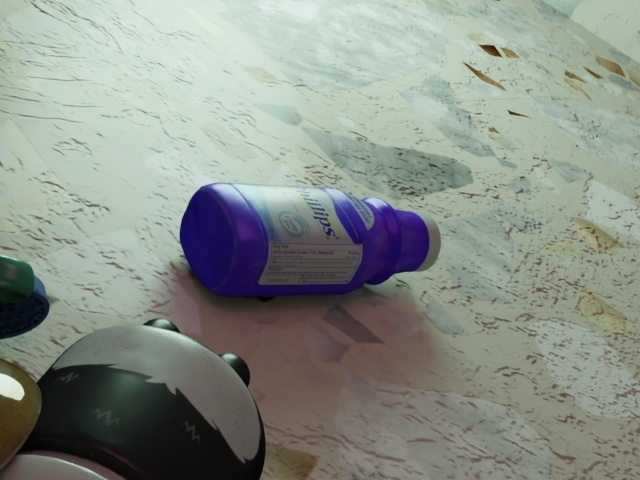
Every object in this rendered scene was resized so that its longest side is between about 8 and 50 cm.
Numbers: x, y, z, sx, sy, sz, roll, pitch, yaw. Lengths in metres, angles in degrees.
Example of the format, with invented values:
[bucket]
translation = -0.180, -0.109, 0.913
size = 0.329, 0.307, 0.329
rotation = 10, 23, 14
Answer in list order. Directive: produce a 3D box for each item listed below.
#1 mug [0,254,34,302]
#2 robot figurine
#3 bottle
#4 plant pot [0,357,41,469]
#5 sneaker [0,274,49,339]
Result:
[mug]
translation = -0.293, 0.014, 0.832
size = 0.158, 0.097, 0.129
rotation = -31, 89, -25
[robot figurine]
translation = -0.139, 0.167, 0.781
size = 0.209, 0.173, 0.278
rotation = -9, 23, 20
[bottle]
translation = 0.000, 0.000, 1.211
size = 0.283, 0.092, 0.118
rotation = 1, 39, -38
[plant pot]
translation = -0.285, 0.125, 0.710
size = 0.236, 0.032, 0.236
rotation = -15, 22, 6
[sneaker]
translation = -0.330, 0.019, 0.929
size = 0.232, 0.081, 0.090
rotation = 8, 43, -28
